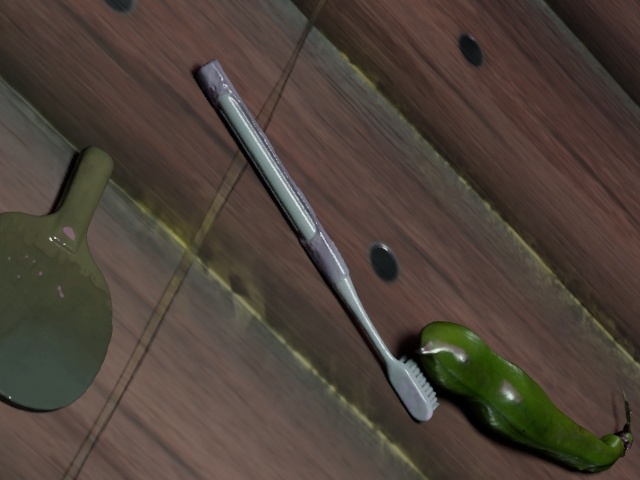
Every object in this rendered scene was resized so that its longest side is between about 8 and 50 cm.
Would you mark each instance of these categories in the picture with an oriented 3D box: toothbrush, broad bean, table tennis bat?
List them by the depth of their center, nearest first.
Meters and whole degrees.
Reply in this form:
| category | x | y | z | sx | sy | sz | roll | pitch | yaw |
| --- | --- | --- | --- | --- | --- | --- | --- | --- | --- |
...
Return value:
| category | x | y | z | sx | sy | sz | roll | pitch | yaw |
| --- | --- | --- | --- | --- | --- | --- | --- | --- | --- |
| table tennis bat | -0.196 | 0.021 | 1.380 | 0.131 | 0.022 | 0.234 | 40 | 45 | -23 |
| toothbrush | 0.000 | 0.000 | 1.604 | 0.354 | 0.024 | 0.029 | 57 | 31 | -4 |
| broad bean | 0.184 | 0.143 | 1.697 | 0.318 | 0.056 | 0.098 | 24 | 41 | -45 |
